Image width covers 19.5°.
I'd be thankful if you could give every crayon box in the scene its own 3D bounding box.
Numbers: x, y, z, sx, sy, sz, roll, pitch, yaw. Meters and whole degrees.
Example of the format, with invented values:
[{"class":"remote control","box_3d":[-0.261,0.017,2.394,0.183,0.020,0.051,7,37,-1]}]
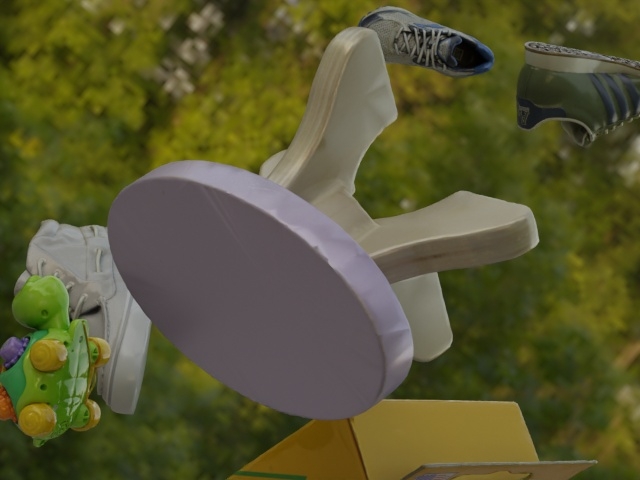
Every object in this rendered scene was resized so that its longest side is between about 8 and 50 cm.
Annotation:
[{"class":"crayon box","box_3d":[0.030,0.208,1.467,0.203,0.323,0.083,6,57,-44]}]

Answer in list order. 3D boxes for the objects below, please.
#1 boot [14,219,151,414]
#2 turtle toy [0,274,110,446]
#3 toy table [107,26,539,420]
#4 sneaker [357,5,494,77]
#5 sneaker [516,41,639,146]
[{"class":"boot","box_3d":[-0.213,0.064,1.662,0.123,0.095,0.258,8,26,-8]},{"class":"turtle toy","box_3d":[-0.208,0.092,1.409,0.066,0.130,0.095,9,1,22]},{"class":"toy table","box_3d":[0.000,0.000,1.256,0.274,0.161,0.252,28,-42,39]},{"class":"sneaker","box_3d":[0.096,-0.174,1.643,0.135,0.052,0.058,8,7,-28]},{"class":"sneaker","box_3d":[0.259,-0.130,1.748,0.192,0.086,0.064,6,15,-33]}]
